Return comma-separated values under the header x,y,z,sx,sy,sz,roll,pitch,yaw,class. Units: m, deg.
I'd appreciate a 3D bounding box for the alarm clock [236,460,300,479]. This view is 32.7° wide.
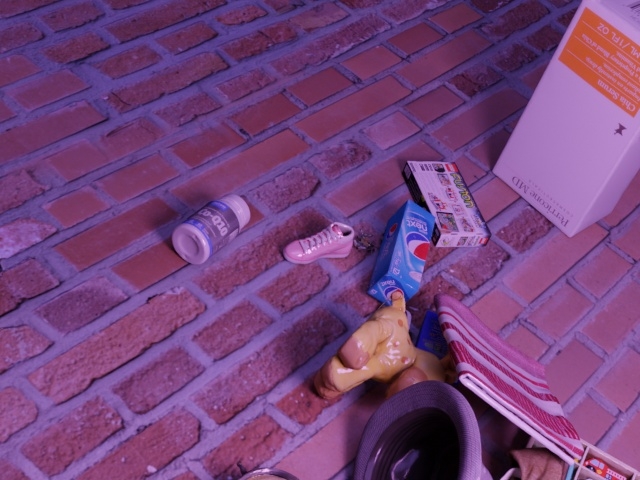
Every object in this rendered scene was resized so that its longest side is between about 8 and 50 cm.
x,y,z,sx,sy,sz,roll,pitch,yaw,class
-0.055,0.396,1.522,0.192,0.064,0.129,26,42,8,alarm clock

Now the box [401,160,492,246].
x,y,z,sx,sy,sz,roll,pitch,yaw,class
0.246,-0.074,2.145,0.114,0.036,0.207,0,46,-22,box

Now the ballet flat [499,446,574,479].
x,y,z,sx,sy,sz,roll,pitch,yaw,class
0.279,0.441,1.573,0.124,0.116,0.342,12,53,13,ballet flat

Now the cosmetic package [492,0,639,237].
x,y,z,sx,sy,sz,roll,pitch,yaw,class
0.545,-0.253,2.140,0.161,0.453,0.230,-27,60,-39,cosmetic package

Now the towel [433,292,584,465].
x,y,z,sx,sy,sz,roll,pitch,yaw,class
0.290,0.207,1.722,0.237,0.037,0.329,37,13,-11,towel

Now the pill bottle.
x,y,z,sx,sy,sz,roll,pitch,yaw,class
-0.187,-0.023,1.886,0.078,0.078,0.137,34,44,14,pill bottle

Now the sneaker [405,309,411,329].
x,y,z,sx,sy,sz,roll,pitch,yaw,class
0.129,0.157,1.860,0.043,0.040,0.109,16,42,-3,sneaker

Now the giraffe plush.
x,y,z,sx,sy,sz,roll,pitch,yaw,class
0.118,0.202,1.724,0.170,0.181,0.210,43,63,6,giraffe plush

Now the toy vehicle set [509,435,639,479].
x,y,z,sx,sy,sz,roll,pitch,yaw,class
0.436,0.408,1.729,0.267,0.035,0.166,29,43,9,toy vehicle set

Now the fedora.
x,y,z,sx,sy,sz,roll,pitch,yaw,class
0.165,0.353,1.575,0.124,0.243,0.275,35,32,-30,fedora

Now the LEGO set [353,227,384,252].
x,y,z,sx,sy,sz,roll,pitch,yaw,class
0.090,0.006,2.016,0.083,0.023,0.054,14,43,-28,LEGO set

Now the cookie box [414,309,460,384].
x,y,z,sx,sy,sz,roll,pitch,yaw,class
0.209,0.182,1.865,0.092,0.040,0.107,23,43,1,cookie box

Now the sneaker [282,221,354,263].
x,y,z,sx,sy,sz,roll,pitch,yaw,class
0.000,0.000,1.946,0.134,0.070,0.051,-6,51,-26,sneaker

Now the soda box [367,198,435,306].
x,y,z,sx,sy,sz,roll,pitch,yaw,class
0.148,0.025,1.969,0.067,0.071,0.210,32,41,-12,soda box
